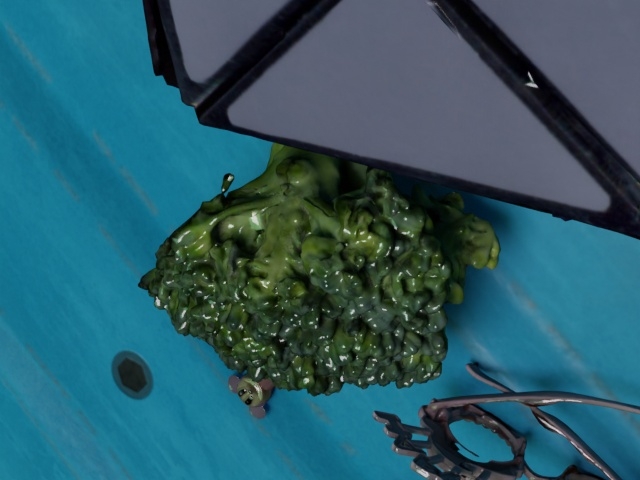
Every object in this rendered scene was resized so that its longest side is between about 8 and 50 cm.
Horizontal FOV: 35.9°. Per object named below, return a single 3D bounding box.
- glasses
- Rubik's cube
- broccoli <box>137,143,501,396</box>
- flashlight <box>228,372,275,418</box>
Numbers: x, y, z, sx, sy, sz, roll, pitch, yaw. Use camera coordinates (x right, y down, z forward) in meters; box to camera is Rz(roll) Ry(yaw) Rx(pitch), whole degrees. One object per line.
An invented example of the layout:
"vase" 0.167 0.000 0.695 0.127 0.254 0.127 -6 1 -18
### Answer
"glasses" 0.169 0.160 0.725 0.255 0.162 0.095 23 112 22
"Rubik's cube" 0.092 -0.226 0.516 0.310 0.305 0.307 17 139 23
"broccoli" 0.000 0.000 0.778 0.288 0.248 0.245 16 71 25
"flashlight" -0.046 0.123 0.913 0.052 0.031 0.110 49 123 8
